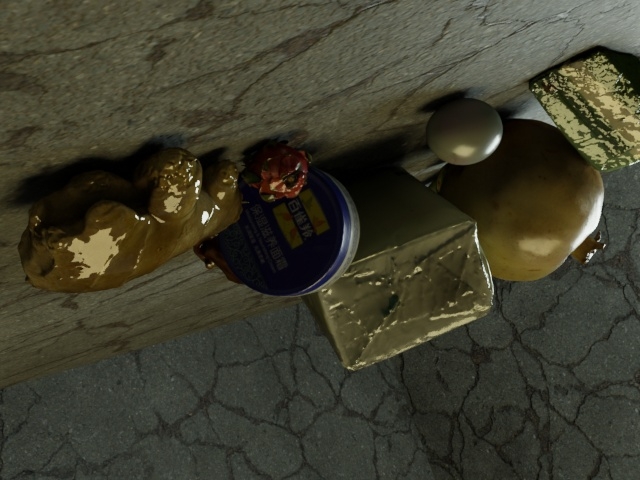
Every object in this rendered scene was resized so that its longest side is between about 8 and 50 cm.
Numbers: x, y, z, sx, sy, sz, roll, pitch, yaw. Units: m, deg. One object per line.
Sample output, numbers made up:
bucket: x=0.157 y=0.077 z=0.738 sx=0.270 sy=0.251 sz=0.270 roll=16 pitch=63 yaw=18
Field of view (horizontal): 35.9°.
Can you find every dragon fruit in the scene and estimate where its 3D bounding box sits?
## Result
dragon fruit: x=-0.067 y=-0.096 z=1.394 sx=0.116 sy=0.086 sz=0.081 roll=-18 pitch=-144 yaw=54

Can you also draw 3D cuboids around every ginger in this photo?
ginger: x=-0.221 y=-0.057 z=1.286 sx=0.375 sy=0.166 sz=0.236 roll=-46 pitch=157 yaw=-47

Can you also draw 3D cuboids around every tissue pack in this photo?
tissue pack: x=0.100 y=0.033 z=1.764 sx=0.297 sy=0.207 sz=0.380 roll=-22 pitch=-157 yaw=-9

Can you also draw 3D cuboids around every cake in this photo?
cake: x=0.476 y=-0.213 z=1.652 sx=0.158 sy=0.172 sz=0.283 roll=-27 pitch=168 yaw=30

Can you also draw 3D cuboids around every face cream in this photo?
face cream: x=-0.045 y=-0.017 z=1.518 sx=0.206 sy=0.206 sz=0.111 roll=-23 pitch=173 yaw=18

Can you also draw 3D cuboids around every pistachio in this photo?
pistachio: x=-0.135 y=0.001 z=1.725 sx=0.165 sy=0.130 sz=0.210 roll=-12 pitch=161 yaw=-32

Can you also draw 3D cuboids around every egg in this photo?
egg: x=0.222 y=-0.168 z=1.529 sx=0.135 sy=0.103 sz=0.103 roll=-13 pitch=170 yaw=-39

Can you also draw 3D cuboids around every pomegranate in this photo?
pomegranate: x=0.382 y=-0.068 z=1.825 sx=0.319 sy=0.319 sz=0.319 roll=-20 pitch=173 yaw=-3

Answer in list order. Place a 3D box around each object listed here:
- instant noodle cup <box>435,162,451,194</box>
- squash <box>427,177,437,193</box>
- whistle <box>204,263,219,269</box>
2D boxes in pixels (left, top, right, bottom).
instant noodle cup: x=0.310 y=-0.118 z=2.017 sx=0.151 sy=0.151 sz=0.122 roll=-19 pitch=-177 yaw=-11
squash: x=0.294 y=-0.096 z=2.208 sx=0.123 sy=0.123 sz=0.186 roll=-16 pitch=176 yaw=-29
whistle: x=-0.028 y=0.041 z=2.048 sx=0.405 sy=0.188 sz=0.168 roll=-18 pitch=173 yaw=-11
